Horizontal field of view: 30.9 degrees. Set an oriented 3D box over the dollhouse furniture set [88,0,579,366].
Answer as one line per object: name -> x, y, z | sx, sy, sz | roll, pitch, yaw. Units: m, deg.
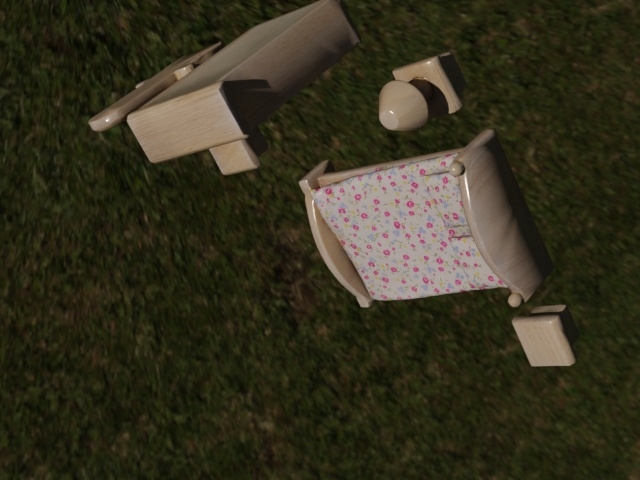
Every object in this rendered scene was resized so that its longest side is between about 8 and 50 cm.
dollhouse furniture set -> 0.000, 0.000, 0.988 | 0.174, 0.303, 0.355 | -43, 114, -39
